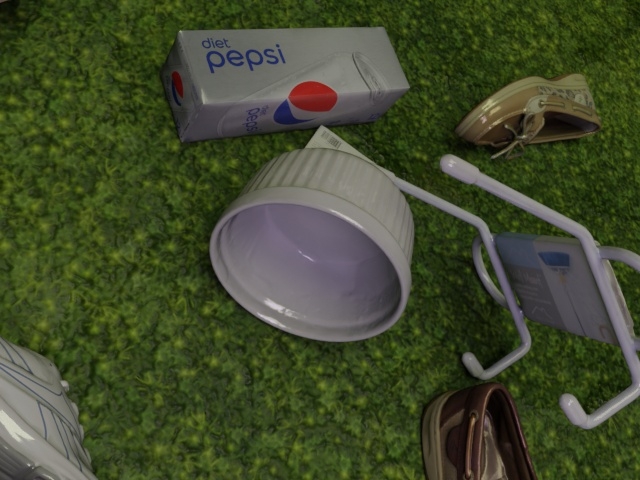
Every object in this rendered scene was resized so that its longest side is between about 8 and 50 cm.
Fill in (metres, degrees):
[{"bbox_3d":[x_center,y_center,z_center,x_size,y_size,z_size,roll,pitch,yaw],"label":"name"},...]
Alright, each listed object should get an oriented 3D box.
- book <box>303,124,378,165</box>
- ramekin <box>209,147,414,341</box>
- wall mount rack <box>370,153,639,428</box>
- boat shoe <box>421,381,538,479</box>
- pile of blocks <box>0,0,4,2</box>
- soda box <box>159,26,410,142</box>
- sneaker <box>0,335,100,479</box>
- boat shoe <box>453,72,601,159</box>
[{"bbox_3d":[0.005,-0.065,0.877,0.096,0.035,0.144,36,56,-5],"label":"book"},{"bbox_3d":[0.000,0.000,0.746,0.207,0.207,0.109,32,48,-12],"label":"ramekin"},{"bbox_3d":[0.193,0.028,0.763,0.131,0.350,0.304,-28,101,-13],"label":"wall mount rack"},{"bbox_3d":[0.193,0.317,0.746,0.123,0.123,0.341,6,65,-25],"label":"boat shoe"},{"bbox_3d":[-0.367,-0.279,0.752,0.362,0.149,0.112,-44,135,-26],"label":"pile of blocks"},{"bbox_3d":[-0.039,-0.193,0.875,0.287,0.091,0.098,-11,74,-31],"label":"soda box"},{"bbox_3d":[-0.243,0.160,0.600,0.297,0.111,0.129,55,20,-13],"label":"sneaker"},{"bbox_3d":[0.313,-0.178,1.043,0.285,0.104,0.089,-19,75,-33],"label":"boat shoe"}]
